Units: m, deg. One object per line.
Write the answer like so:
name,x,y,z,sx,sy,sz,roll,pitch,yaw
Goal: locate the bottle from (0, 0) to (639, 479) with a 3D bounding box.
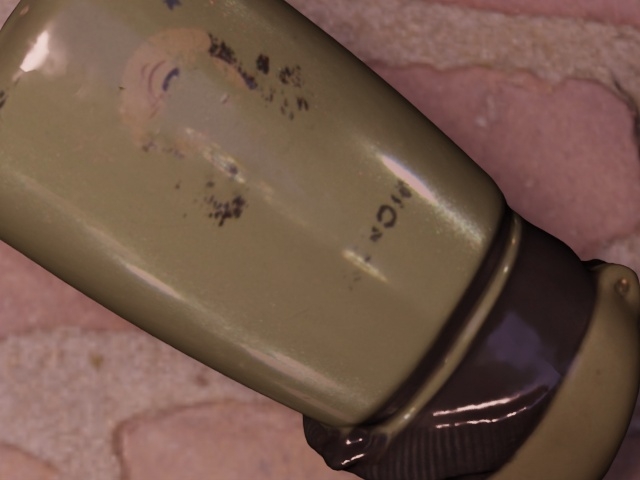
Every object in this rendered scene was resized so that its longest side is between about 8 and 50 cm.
bottle,-0.001,0.002,0.684,0.347,0.168,0.168,35,66,-7
